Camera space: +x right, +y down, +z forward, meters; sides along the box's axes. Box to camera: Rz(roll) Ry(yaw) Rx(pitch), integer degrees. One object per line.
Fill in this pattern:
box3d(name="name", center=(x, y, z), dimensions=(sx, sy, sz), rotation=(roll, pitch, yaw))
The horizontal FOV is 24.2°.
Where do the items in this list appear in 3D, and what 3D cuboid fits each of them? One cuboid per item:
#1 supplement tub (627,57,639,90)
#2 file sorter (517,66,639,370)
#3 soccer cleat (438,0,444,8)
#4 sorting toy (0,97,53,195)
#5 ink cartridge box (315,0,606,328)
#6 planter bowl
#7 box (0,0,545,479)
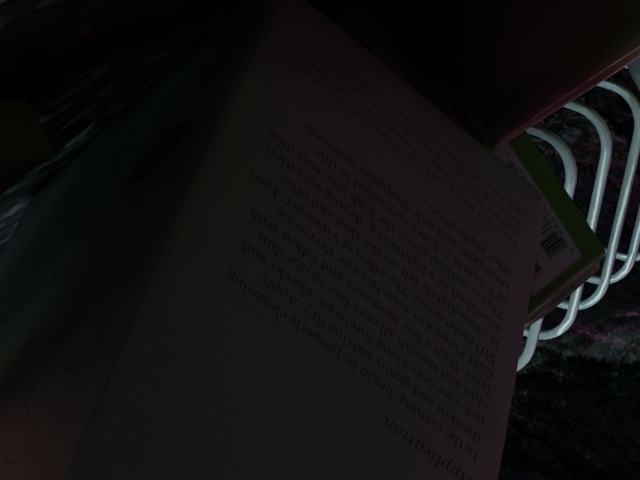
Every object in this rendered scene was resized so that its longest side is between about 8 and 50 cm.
box3d(name="supplement tub", center=(0.315, -0.134, 0.917), dimensions=(0.241, 0.241, 0.331), rotation=(-34, 157, 13))
box3d(name="file sorter", center=(0.143, -0.046, 1.095), dimensions=(0.277, 0.173, 0.193), rotation=(-30, 135, -54))
box3d(name="soccer cleat", center=(0.071, -0.112, 0.902), dimensions=(0.072, 0.060, 0.179), rotation=(-49, -171, 34))
box3d(name="sorting toy", center=(-0.227, 0.073, 0.494), dimensions=(0.257, 0.089, 0.255), rotation=(-35, 178, 26))
box3d(name="ink cartridge box", center=(0.000, 0.000, 0.833), dimensions=(0.097, 0.189, 0.255), rotation=(-32, 178, -45))
box3d(name="planter bowl", center=(0.122, -0.133, 0.713), dimensions=(0.162, 0.109, 0.162), rotation=(-33, 177, -2))
box3d(name="box", center=(-0.060, 0.100, 0.598), dimensions=(0.215, 0.168, 0.345), rotation=(-35, -153, 41))
